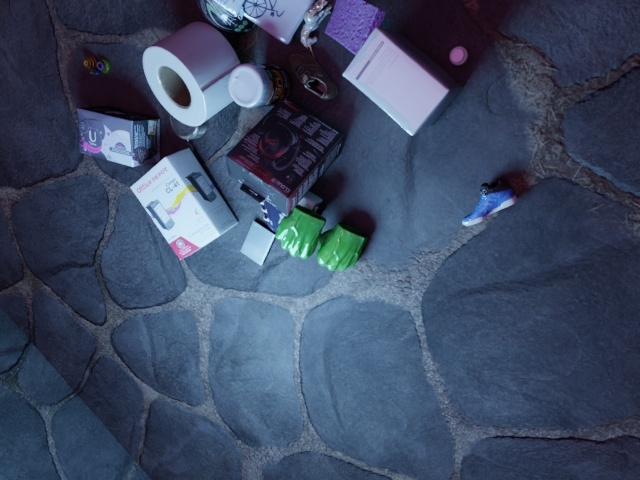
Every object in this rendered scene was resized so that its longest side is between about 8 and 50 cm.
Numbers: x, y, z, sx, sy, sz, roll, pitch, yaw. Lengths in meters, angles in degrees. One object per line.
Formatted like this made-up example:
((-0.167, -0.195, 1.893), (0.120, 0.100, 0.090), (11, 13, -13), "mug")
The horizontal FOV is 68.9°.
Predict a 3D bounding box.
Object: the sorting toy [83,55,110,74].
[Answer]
((-0.791, -0.612, 1.639), (0.101, 0.042, 0.061), (16, 114, 19), "sorting toy")

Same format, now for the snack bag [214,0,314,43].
((-0.135, -0.700, 1.162), (0.342, 0.037, 0.323), (26, 122, -29), "snack bag")

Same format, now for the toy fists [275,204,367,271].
((0.000, 0.000, 1.403), (0.279, 0.096, 0.142), (22, 106, -24), "toy fists")

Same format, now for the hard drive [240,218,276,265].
((-0.211, 0.007, 1.597), (0.094, 0.022, 0.135), (33, 118, 11), "hard drive")

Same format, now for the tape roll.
((-0.368, -0.483, 1.363), (0.246, 0.169, 0.246), (28, 146, 21), "tape roll")

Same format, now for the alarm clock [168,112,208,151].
((-0.442, -0.383, 1.550), (0.129, 0.064, 0.192), (14, 116, 20), "alarm clock")

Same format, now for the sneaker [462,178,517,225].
((0.433, -0.106, 1.241), (0.152, 0.058, 0.085), (-30, 99, 25), "sneaker")

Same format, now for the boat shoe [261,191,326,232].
((-0.160, -0.130, 1.464), (0.340, 0.127, 0.158), (33, 111, 10), "boat shoe")

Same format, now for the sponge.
((0.082, -0.557, 1.193), (0.117, 0.031, 0.210), (-64, 38, 27), "sponge")

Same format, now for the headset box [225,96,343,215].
((-0.108, -0.230, 1.316), (0.218, 0.293, 0.110), (34, 158, 10), "headset box")

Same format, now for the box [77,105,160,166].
((-0.702, -0.365, 1.626), (0.247, 0.142, 0.164), (17, 113, 19), "box")

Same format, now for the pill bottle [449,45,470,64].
((0.342, -0.454, 1.149), (0.043, 0.083, 0.044), (8, 111, 22), "pill bottle")

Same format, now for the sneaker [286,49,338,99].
((-0.031, -0.470, 1.319), (0.188, 0.071, 0.066), (41, 126, 6), "sneaker")

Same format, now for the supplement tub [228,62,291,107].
((-0.165, -0.440, 1.326), (0.116, 0.190, 0.117), (9, 112, 22), "supplement tub")

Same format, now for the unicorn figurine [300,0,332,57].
((-0.017, -0.592, 1.263), (0.060, 0.162, 0.111), (44, 93, 13), "unicorn figurine")

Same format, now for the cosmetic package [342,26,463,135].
((0.212, -0.392, 1.150), (0.224, 0.224, 0.138), (44, 120, 5), "cosmetic package")

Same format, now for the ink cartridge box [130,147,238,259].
((-0.465, -0.121, 1.596), (0.226, 0.131, 0.306), (-28, 101, 32), "ink cartridge box")

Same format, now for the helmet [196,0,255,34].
((-0.265, -0.671, 1.301), (0.169, 0.161, 0.170), (-3, 84, 33), "helmet")
